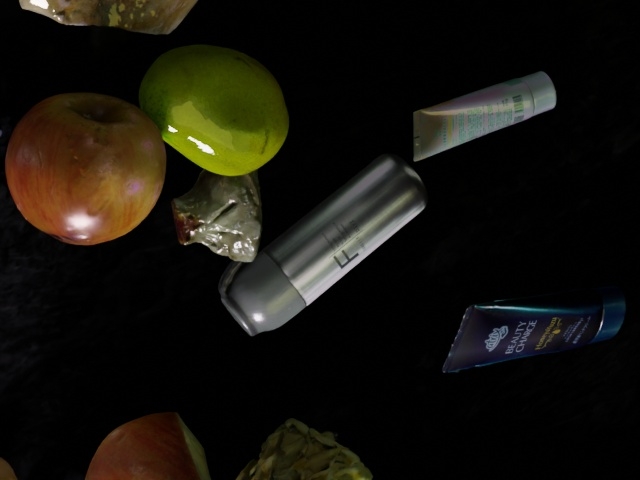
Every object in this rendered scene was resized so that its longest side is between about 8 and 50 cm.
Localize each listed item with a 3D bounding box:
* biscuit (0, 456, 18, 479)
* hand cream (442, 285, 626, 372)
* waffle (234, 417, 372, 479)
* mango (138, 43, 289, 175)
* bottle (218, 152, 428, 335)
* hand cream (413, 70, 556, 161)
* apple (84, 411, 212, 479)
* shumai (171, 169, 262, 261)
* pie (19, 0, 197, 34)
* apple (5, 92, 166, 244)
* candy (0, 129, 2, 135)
[{"bbox_3d":[-0.421,0.357,1.735,0.213,0.091,0.274,-19,138,-32],"label":"biscuit"},{"bbox_3d":[0.287,0.113,2.199,0.270,0.061,0.120,-6,134,-29],"label":"hand cream"},{"bbox_3d":[-0.071,0.340,1.900,0.073,0.317,0.297,38,81,-15],"label":"waffle"},{"bbox_3d":[-0.098,-0.130,1.567,0.163,0.089,0.117,36,75,-43],"label":"mango"},{"bbox_3d":[0.000,0.000,1.802,0.253,0.079,0.096,-40,105,-7],"label":"bottle"},{"bbox_3d":[0.183,-0.146,1.865,0.174,0.047,0.076,-21,138,-15],"label":"hand cream"},{"bbox_3d":[-0.180,0.291,1.826,0.160,0.173,0.195,-40,144,-12],"label":"apple"},{"bbox_3d":[-0.108,-0.037,1.664,0.087,0.099,0.124,-4,99,-10],"label":"shumai"},{"bbox_3d":[-0.168,-0.267,1.414,0.218,0.052,0.185,-3,121,-44],"label":"pie"},{"bbox_3d":[-0.214,-0.062,1.488,0.146,0.146,0.146,-25,139,-24],"label":"apple"},{"bbox_3d":[-0.344,-0.081,1.440,0.088,0.038,0.136,-61,149,-1],"label":"candy"}]
